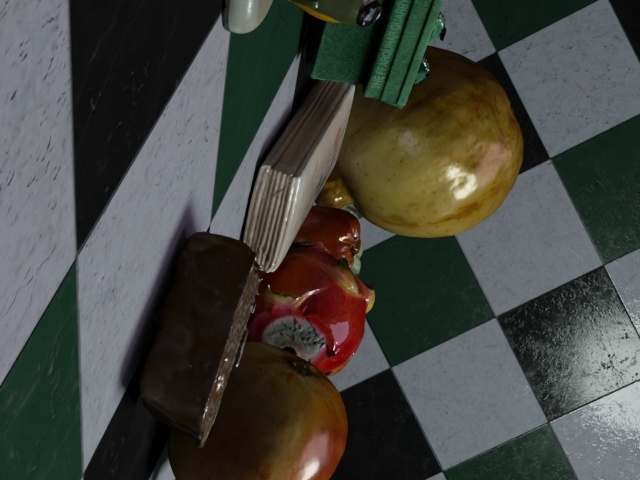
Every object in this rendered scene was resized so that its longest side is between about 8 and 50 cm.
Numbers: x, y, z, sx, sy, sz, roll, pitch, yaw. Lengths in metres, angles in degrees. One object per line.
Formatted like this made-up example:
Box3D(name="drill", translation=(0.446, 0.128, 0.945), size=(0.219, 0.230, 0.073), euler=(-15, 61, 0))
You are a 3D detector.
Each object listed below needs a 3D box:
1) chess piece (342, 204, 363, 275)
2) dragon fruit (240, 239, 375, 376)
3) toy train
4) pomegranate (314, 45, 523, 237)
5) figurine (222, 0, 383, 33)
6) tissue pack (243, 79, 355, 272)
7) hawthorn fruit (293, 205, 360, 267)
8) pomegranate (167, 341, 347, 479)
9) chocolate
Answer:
Box3D(name="chess piece", translation=(0.043, -0.057, 2.525), size=(0.133, 0.133, 0.243), euler=(92, 11, -73))
Box3D(name="dragon fruit", translation=(-0.034, 0.106, 1.813), size=(0.227, 0.224, 0.224), euler=(-61, 169, -73))
Box3D(name="toy train", translation=(0.076, -0.319, 1.582), size=(0.330, 0.178, 0.138), euler=(109, -16, -54))
Box3D(name="pomegranate", translation=(0.166, -0.168, 2.256), size=(0.410, 0.410, 0.410), euler=(19, 90, -85))
Box3D(name="figurine", translation=(0.006, -0.291, 1.122), size=(0.166, 0.141, 0.250), euler=(-63, 170, -49))
Box3D(name="tissue pack", translation=(-0.030, -0.106, 1.779), size=(0.325, 0.071, 0.170), euler=(-64, 173, -57))
Box3D(name="hawthorn fruit", translation=(0.000, 0.000, 2.146), size=(0.133, 0.138, 0.132), euler=(14, 90, -72))
Box3D(name="pomegranate", translation=(-0.096, 0.276, 1.630), size=(0.270, 0.229, 0.252), euler=(-61, -176, 7))
Box3D(name="chocolate", translation=(-0.134, 0.107, 1.316), size=(0.148, 0.093, 0.214), euler=(88, 20, -72))
